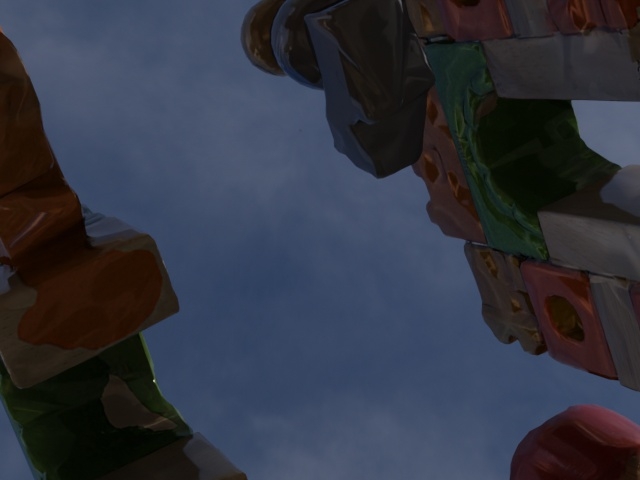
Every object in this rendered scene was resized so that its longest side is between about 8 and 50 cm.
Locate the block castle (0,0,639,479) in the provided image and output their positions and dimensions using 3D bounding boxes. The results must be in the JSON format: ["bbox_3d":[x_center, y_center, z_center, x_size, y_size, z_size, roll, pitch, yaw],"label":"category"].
[{"bbox_3d":[0.000,0.000,0.481,0.303,0.213,0.453,-24,-74,-18],"label":"block castle"}]
